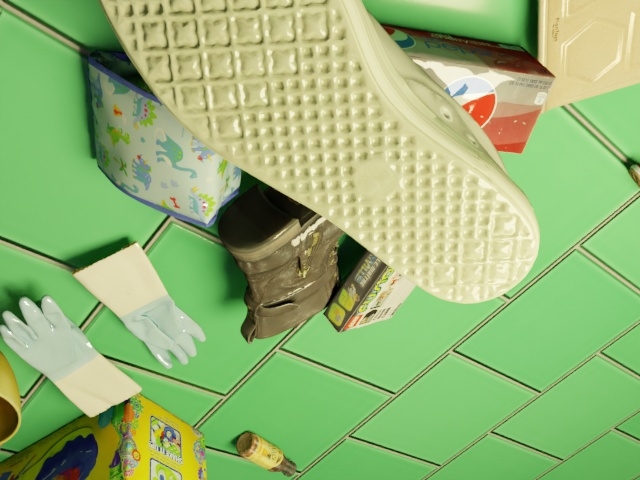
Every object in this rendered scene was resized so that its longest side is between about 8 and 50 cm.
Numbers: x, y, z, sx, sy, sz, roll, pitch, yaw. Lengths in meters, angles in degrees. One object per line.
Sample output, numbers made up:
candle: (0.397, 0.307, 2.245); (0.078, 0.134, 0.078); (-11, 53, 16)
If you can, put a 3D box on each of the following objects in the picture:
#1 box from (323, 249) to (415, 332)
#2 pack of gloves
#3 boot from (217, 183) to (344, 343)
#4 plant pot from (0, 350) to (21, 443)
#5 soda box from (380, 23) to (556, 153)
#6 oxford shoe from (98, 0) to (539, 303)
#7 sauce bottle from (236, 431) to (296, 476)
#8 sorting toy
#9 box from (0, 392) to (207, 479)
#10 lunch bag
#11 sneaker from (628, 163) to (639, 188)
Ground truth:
box: (0.097, 0.025, 0.792); (0.114, 0.036, 0.207); (-7, 138, -47)
pack of gloves: (-0.269, 0.110, 0.813); (0.195, 0.046, 0.232); (-28, 135, -5)
boot: (0.000, 0.000, 0.750); (0.263, 0.091, 0.229); (-30, 148, -12)
plant pot: (-0.433, 0.180, 0.781); (0.134, 0.095, 0.134); (-8, 131, -9)
soda box: (0.089, -0.155, 0.636); (0.263, 0.083, 0.092); (4, 127, -16)
oxford shoe: (0.005, -0.120, 0.518); (0.449, 0.130, 0.169); (40, 118, -20)
sauce bottle: (-0.086, 0.357, 1.057); (0.042, 0.042, 0.128); (-33, 132, 14)
sorting toy: (0.312, -0.244, 0.654); (0.208, 0.038, 0.193); (-19, 132, -3)
box: (-0.320, 0.417, 0.890); (0.290, 0.279, 0.177); (-31, 130, 12)
lunch bag: (-0.152, -0.103, 0.616); (0.151, 0.096, 0.129); (18, 128, 9)
sneaker: (0.445, -0.080, 0.818); (0.067, 0.042, 0.118); (-39, 135, 24)
